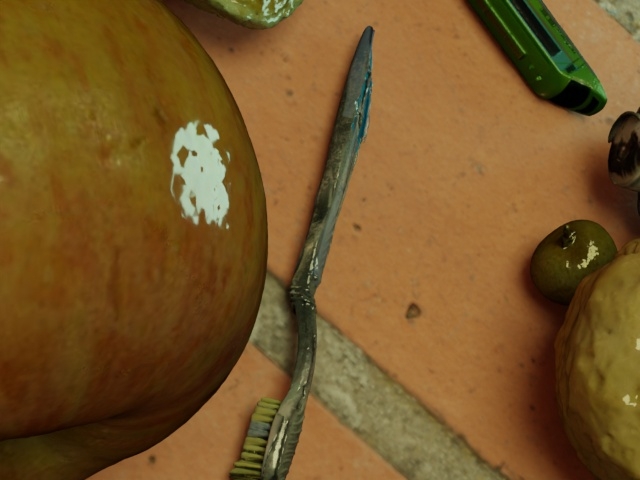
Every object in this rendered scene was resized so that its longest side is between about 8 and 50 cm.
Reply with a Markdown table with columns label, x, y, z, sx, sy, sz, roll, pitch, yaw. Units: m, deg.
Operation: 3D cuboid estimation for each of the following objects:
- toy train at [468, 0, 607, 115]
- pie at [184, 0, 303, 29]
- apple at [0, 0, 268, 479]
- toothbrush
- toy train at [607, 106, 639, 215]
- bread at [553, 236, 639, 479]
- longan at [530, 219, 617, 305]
| label | x | y | z | sx | sy | sz | roll | pitch | yaw |
| --- | --- | --- | --- | --- | --- | --- | --- | --- | --- |
| toy train | 0.175 | -0.191 | 1.228 | 0.042 | 0.044 | 0.209 | -34 | 86 | -31 |
| pie | -0.111 | -0.268 | 1.106 | 0.248 | 0.090 | 0.201 | 30 | 50 | -11 |
| apple | -0.234 | -0.011 | 0.779 | 0.400 | 0.400 | 0.334 | -21 | 73 | -29 |
| toothbrush | 0.000 | 0.000 | 1.080 | 0.042 | 0.035 | 0.413 | 7 | 62 | 15 |
| toy train | 0.411 | -0.057 | 1.167 | 0.307 | 0.249 | 0.173 | 14 | 63 | -18 |
| bread | 0.281 | 0.099 | 1.089 | 0.244 | 0.134 | 0.244 | -1 | 91 | -32 |
| longan | 0.207 | 0.015 | 1.141 | 0.075 | 0.075 | 0.083 | -65 | 146 | -28 |
